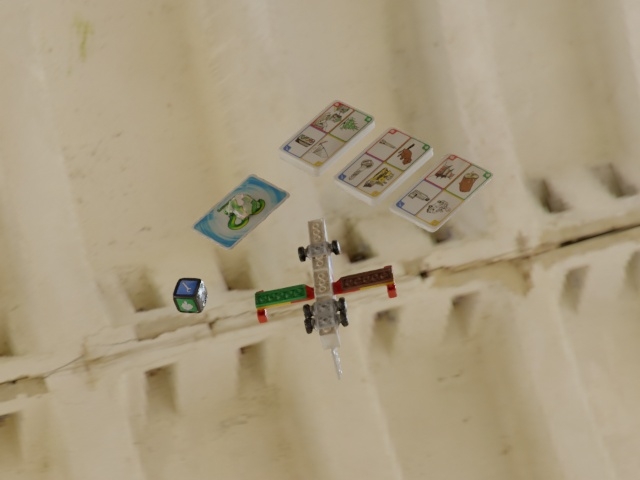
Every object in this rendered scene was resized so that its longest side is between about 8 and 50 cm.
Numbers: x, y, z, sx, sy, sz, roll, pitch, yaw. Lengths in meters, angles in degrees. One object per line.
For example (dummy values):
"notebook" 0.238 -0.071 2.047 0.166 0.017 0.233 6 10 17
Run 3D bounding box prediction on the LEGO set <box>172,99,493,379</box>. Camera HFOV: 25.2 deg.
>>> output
"LEGO set" 0.000 0.000 1.172 0.244 0.182 0.060 -43 -39 -24
